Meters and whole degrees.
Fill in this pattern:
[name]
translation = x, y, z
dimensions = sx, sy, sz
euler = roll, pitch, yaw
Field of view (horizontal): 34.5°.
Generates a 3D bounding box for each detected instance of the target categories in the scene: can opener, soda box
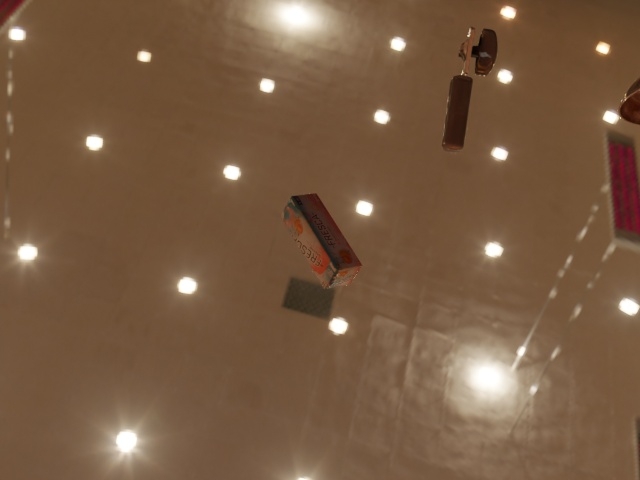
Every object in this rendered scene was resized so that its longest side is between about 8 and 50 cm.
[can opener]
translation = 0.334, -0.333, 2.275
dimensions = 0.095, 0.283, 0.076
euler = 8, 179, 1
[soda box]
translation = 0.000, 0.000, 1.886
dimensions = 0.063, 0.058, 0.183
euler = -8, -126, -37

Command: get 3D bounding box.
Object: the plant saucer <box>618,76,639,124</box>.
[plant saucer]
translation = 0.745, -0.303, 2.038
dimensions = 0.311, 0.310, 0.050
euler = 0, -104, -19
